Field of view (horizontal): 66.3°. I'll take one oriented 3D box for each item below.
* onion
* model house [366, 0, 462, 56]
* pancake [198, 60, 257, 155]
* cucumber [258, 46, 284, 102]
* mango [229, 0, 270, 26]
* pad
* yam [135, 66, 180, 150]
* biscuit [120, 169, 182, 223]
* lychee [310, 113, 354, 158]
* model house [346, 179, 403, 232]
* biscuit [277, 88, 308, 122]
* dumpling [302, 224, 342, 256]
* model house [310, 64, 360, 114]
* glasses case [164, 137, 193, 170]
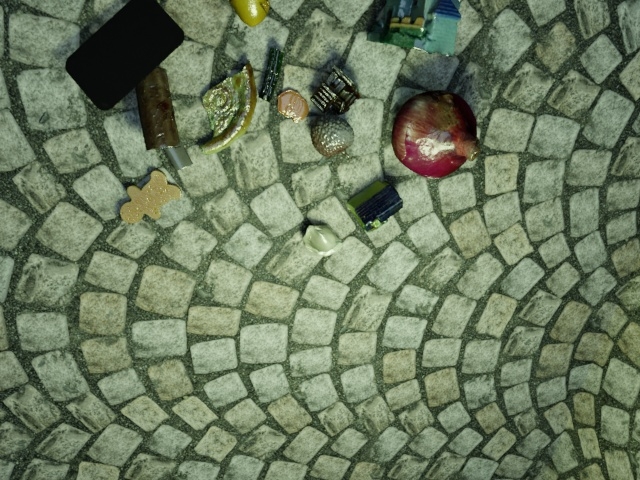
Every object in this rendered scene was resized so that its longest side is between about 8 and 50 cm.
[{"bbox_3d":[0.460,-0.379,1.825,0.348,0.385,0.348,-14,121,-23],"label":"onion"},{"bbox_3d":[0.349,-0.820,1.673,0.252,0.295,0.329,6,112,-19],"label":"model house"},{"bbox_3d":[-0.341,-0.477,1.783,0.197,0.054,0.376,20,104,-18],"label":"pancake"},{"bbox_3d":[-0.178,-0.596,1.772,0.058,0.058,0.187,12,108,-17],"label":"cucumber"},{"bbox_3d":[-0.247,-0.851,1.621,0.167,0.130,0.262,-23,118,0],"label":"mango"},{"bbox_3d":[-0.654,-0.634,1.617,0.375,0.063,0.315,-41,82,1],"label":"pad"},{"bbox_3d":[-0.562,-0.441,1.677,0.131,0.131,0.279,-10,93,-9],"label":"yam"},{"bbox_3d":[-0.650,-0.155,1.846,0.240,0.035,0.158,-36,112,2],"label":"biscuit"},{"bbox_3d":[0.049,-0.384,1.846,0.165,0.165,0.197,-31,99,0],"label":"lychee"},{"bbox_3d":[0.243,-0.120,1.967,0.194,0.211,0.170,-33,112,0],"label":"model house"},{"bbox_3d":[-0.105,-0.506,1.842,0.130,0.019,0.102,37,98,-22],"label":"biscuit"},{"bbox_3d":[0.000,0.000,2.021,0.127,0.108,0.188,-34,132,29],"label":"dumpling"},{"bbox_3d":[0.053,-0.536,1.819,0.165,0.106,0.152,41,96,-18],"label":"model house"},{"bbox_3d":[-0.543,-0.351,1.794,0.072,0.042,0.190,-29,114,-10],"label":"glasses case"}]
